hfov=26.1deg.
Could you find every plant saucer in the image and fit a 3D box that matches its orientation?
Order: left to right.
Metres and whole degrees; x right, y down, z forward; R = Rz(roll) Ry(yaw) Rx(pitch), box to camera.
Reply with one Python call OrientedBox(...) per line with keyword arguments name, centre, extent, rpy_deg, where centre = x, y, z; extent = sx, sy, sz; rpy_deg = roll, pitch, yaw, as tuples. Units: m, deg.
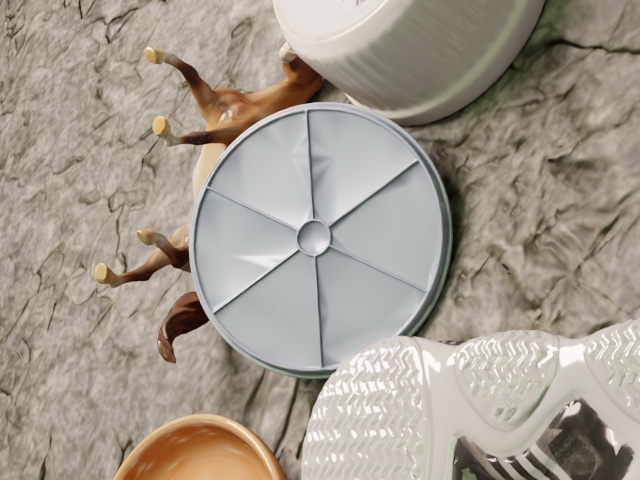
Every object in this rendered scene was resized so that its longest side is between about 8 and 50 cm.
OrientedBox(name="plant saucer", centre=(-0.090, 0.229, 1.014), extent=(0.200, 0.037, 0.200), rpy_deg=(-17, 62, 35))

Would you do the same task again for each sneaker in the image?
OrientedBox(name="sneaker", centre=(0.174, 0.124, 0.648), extent=(0.366, 0.210, 0.137), rpy_deg=(-3, 69, 51))

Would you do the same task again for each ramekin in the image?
OrientedBox(name="ramekin", centre=(0.058, -0.200, 1.021), extent=(0.207, 0.109, 0.207), rpy_deg=(-23, 55, 39))

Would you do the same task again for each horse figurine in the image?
OrientedBox(name="horse figurine", centre=(-0.085, -0.040, 1.083), extent=(0.066, 0.174, 0.263), rpy_deg=(16, 98, 35))

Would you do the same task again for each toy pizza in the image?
OrientedBox(name="toy pizza", centre=(0.000, 0.000, 1.002), extent=(0.201, 0.032, 0.201), rpy_deg=(-3, 81, 19))
